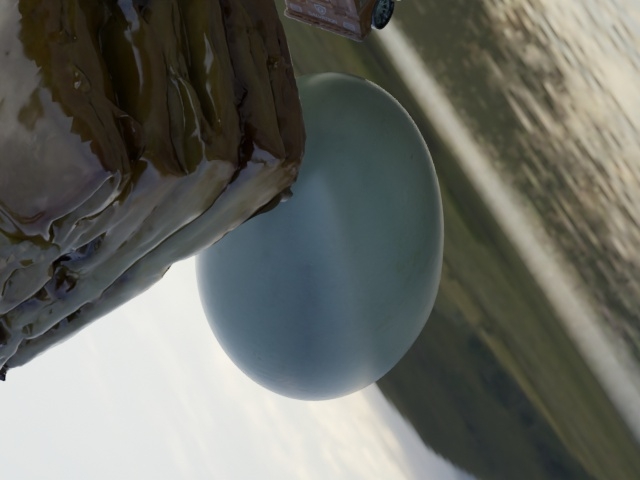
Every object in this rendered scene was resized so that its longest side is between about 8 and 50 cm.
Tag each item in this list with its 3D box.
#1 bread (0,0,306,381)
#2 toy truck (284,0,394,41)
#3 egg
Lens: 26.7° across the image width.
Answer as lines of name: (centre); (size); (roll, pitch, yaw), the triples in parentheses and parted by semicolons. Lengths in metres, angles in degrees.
bread: (-0.210, -0.095, 0.967); (0.191, 0.370, 0.314); (22, -134, -59)
toy truck: (0.072, -0.419, 1.745); (0.136, 0.305, 0.162); (24, 155, 25)
egg: (0.000, 0.000, 1.237); (0.371, 0.230, 0.230); (96, 152, -48)
